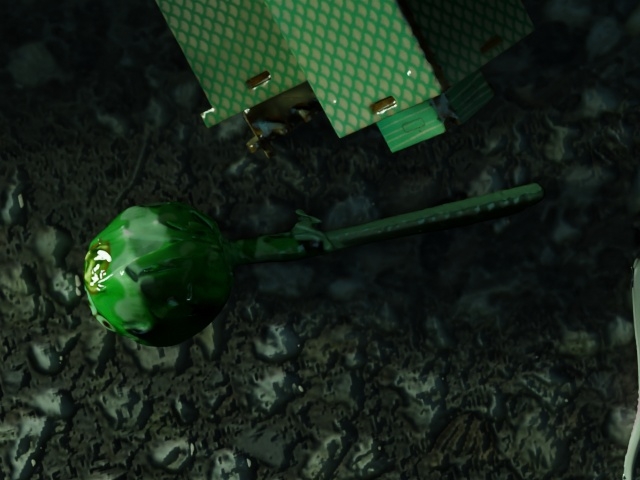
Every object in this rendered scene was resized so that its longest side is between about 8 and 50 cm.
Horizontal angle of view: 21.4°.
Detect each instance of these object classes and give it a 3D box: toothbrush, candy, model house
[{"bbox_3d":[0.224,0.113,1.198,0.022,0.017,0.204,-1,98,7],"label":"toothbrush"},{"bbox_3d":[-0.001,-0.002,1.148,0.323,0.097,0.097,-12,98,-11],"label":"candy"},{"bbox_3d":[0.041,-0.148,1.056,0.271,0.206,0.178,-26,98,-1],"label":"model house"}]
